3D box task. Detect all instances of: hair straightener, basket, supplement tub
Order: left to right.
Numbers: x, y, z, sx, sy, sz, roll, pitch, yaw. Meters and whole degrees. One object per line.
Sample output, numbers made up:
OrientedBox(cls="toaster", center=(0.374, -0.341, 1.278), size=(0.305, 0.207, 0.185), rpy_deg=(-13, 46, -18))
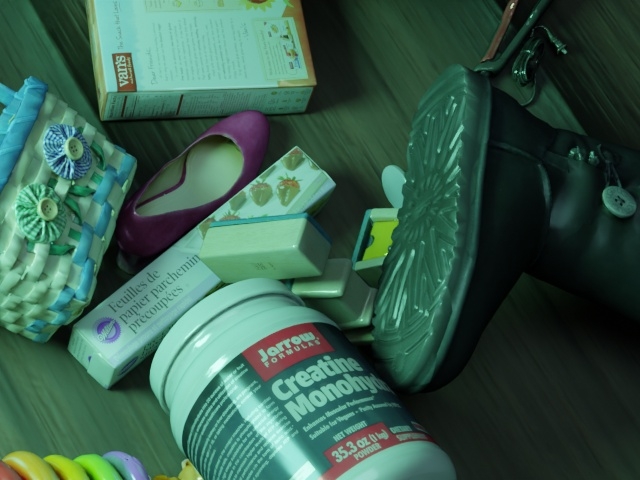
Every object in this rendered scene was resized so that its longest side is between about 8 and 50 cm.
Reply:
OrientedBox(cls="basket", center=(-0.339, -0.054, 1.777), size=(0.289, 0.201, 0.254), rpy_deg=(23, 58, -13))
OrientedBox(cls="supplement tub", center=(-0.020, 0.184, 1.718), size=(0.191, 0.191, 0.272), rpy_deg=(-26, 55, -23))
OrientedBox(cls="hair straightener", center=(0.244, -0.236, 2.108), size=(0.089, 0.047, 0.230), rpy_deg=(27, 61, 2))

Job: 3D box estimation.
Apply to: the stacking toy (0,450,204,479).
OrientedBox(cls="stacking toy", center=(-0.212, 0.259, 1.713), size=(0.302, 0.165, 0.175), rpy_deg=(-9, 56, -33))

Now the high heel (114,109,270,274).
OrientedBox(cls="high heel", center=(-0.127, -0.072, 1.899), size=(0.082, 0.117, 0.244), rpy_deg=(42, 63, 10))

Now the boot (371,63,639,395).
OrientedBox(cls="boot", center=(0.291, 0.054, 1.880), size=(0.445, 0.146, 0.367), rpy_deg=(24, 62, -21))

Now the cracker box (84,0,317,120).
OrientedBox(cls="cracker box", center=(-0.132, -0.215, 1.999), size=(0.232, 0.067, 0.155), rpy_deg=(-2, 64, -15))

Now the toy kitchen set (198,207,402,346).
OrientedBox(cls="toy kitchen set", center=(0.000, 0.000, 1.871), size=(0.122, 0.207, 0.166), rpy_deg=(-5, 53, 34))

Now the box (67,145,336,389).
OrientedBox(cls="box", center=(-0.118, 0.025, 1.883), size=(0.063, 0.067, 0.324), rpy_deg=(45, 62, 10))

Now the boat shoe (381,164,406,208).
OrientedBox(cls="boat shoe", center=(0.105, -0.042, 1.990), size=(0.035, 0.035, 0.100), rpy_deg=(-15, 61, -49))
